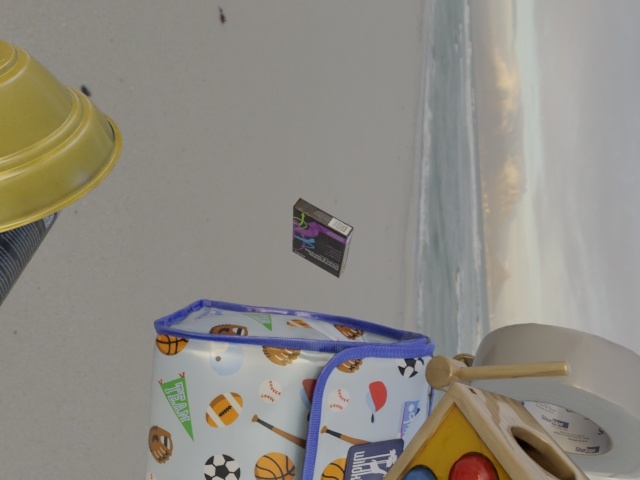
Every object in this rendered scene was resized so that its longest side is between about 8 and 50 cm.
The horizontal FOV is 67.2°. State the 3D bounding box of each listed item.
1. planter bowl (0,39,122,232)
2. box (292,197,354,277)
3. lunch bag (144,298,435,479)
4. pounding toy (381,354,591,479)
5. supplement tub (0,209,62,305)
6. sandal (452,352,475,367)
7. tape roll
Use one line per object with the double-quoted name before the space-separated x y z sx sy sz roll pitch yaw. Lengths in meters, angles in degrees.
"planter bowl" -0.284 -0.103 0.387 0.217 0.217 0.090 -73 171 -45
"box" 0.000 0.000 0.917 0.029 0.116 0.162 -53 164 -27
"lunch bag" -0.040 0.273 0.697 0.239 0.385 0.328 -43 140 -84
"pounding toy" 0.124 0.162 0.387 0.181 0.094 0.206 -60 -152 15
"supplement tub" -0.517 0.006 0.673 0.193 0.194 0.316 67 22 -45
"sandal" 0.277 0.235 0.807 0.180 0.072 0.049 30 22 -22
"tape roll" 0.289 0.194 0.579 0.072 0.219 0.219 -58 143 -33
